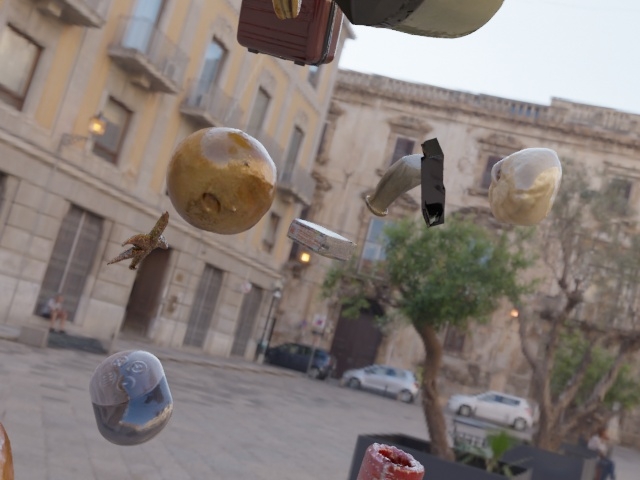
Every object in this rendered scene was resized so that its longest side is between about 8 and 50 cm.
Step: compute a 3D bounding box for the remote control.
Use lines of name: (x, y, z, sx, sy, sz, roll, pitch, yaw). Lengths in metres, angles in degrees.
remote control: (-0.550, 0.450, 2.232, 0.221, 0.332, 0.103, -21, -42, -11)

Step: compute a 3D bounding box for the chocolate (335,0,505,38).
chocolate: (0.209, -0.536, 1.442, 0.297, 0.314, 0.326, -2, 47, -41)

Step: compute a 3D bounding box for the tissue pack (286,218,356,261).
tissue pack: (0.000, 0.000, 1.938, 0.109, 0.060, 0.148, 18, 6, -40)

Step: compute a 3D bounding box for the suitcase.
suitcase: (-0.089, -0.650, 2.268, 0.297, 0.236, 0.161, 21, 20, 27)

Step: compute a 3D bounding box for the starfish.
starfish: (-0.474, 0.008, 2.092, 0.043, 0.240, 0.227, 42, 27, 10)

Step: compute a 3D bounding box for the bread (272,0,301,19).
bread: (-0.079, -0.661, 1.975, 0.077, 0.200, 0.116, -2, -45, 8)

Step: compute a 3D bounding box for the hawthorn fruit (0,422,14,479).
hawthorn fruit: (-0.673, 0.458, 1.166, 0.472, 0.471, 0.472, 15, -8, 2)

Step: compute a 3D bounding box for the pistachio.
pistachio: (0.626, -0.170, 2.324, 0.214, 0.318, 0.193, 53, -35, -5)

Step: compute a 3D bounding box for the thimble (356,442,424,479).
thimble: (0.190, 0.640, 2.095, 0.163, 0.125, 0.189, 19, 1, -6)

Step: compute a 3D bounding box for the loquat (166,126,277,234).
loquat: (-0.282, -0.173, 2.207, 0.329, 0.328, 0.328, 15, -8, 2)

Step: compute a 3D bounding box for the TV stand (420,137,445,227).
TV stand: (0.237, -0.117, 1.622, 0.040, 0.049, 0.256, -15, -31, -1)

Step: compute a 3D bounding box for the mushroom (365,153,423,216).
mushroom: (0.240, -0.181, 2.391, 0.108, 0.247, 0.096, 30, 27, -40)
